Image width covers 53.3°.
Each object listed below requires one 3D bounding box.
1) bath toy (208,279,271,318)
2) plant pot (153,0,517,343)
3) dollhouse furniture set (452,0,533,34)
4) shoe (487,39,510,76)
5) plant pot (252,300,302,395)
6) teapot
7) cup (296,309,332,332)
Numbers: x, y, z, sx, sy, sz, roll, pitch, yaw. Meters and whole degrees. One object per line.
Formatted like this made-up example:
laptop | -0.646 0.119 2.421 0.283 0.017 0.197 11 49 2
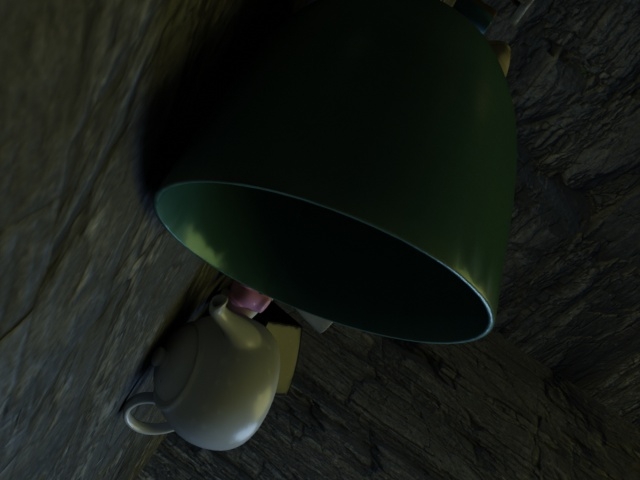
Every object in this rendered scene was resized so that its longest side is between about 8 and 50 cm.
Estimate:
bath toy | -0.147 0.098 1.250 0.129 0.151 0.348 6 124 -47
plant pot | 0.038 -0.073 0.565 0.293 0.293 0.235 120 -7 -71
dollhouse furniture set | 0.120 -0.267 0.599 0.129 0.184 0.129 -56 178 -15
shoe | 0.098 -0.175 0.680 0.076 0.219 0.058 49 59 -42
plant pot | -0.154 0.227 1.445 0.188 0.187 0.167 18 102 -48
teapot | -0.207 0.232 1.101 0.252 0.187 0.256 -6 -117 56
cup | 0.000 0.000 1.387 0.331 0.237 0.331 -55 -179 1
